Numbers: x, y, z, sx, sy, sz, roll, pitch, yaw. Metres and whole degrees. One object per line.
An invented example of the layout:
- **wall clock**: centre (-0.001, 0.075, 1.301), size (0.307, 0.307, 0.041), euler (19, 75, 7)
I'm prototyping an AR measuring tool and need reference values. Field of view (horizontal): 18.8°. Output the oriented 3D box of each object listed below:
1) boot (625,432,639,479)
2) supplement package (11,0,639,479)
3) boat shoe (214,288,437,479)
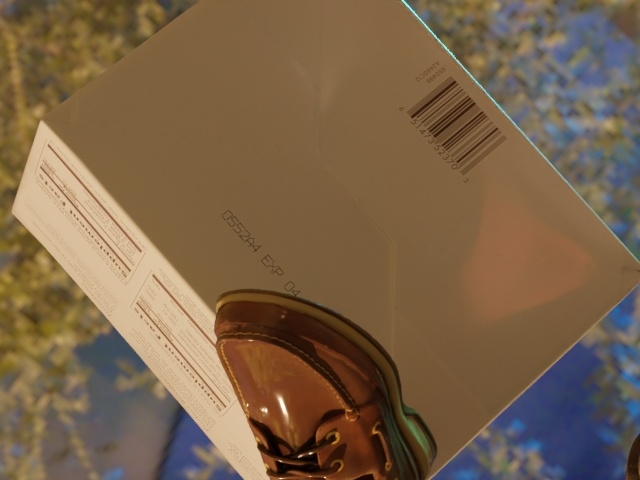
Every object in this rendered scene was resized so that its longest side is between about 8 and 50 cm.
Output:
- **boot**: centre (0.221, 0.098, 0.675), size (0.263, 0.229, 0.091), euler (-13, 106, -75)
- **supplement package**: centre (0.000, 0.000, 1.044), size (0.204, 0.262, 0.145), euler (-40, 176, -24)
- **boat shoe**: centre (0.002, 0.082, 0.852), size (0.064, 0.178, 0.060), euler (0, -123, 27)
